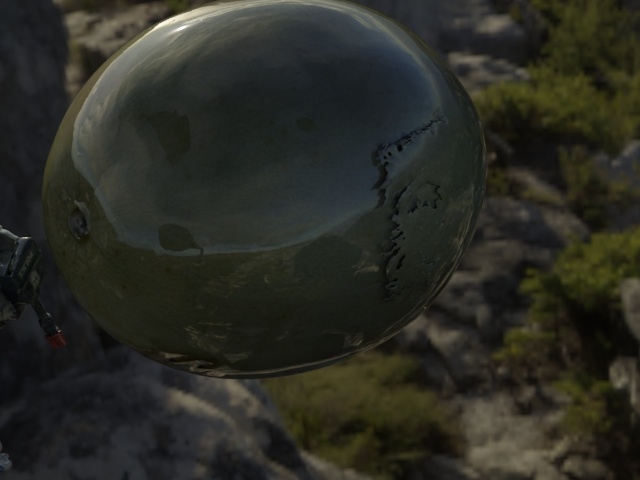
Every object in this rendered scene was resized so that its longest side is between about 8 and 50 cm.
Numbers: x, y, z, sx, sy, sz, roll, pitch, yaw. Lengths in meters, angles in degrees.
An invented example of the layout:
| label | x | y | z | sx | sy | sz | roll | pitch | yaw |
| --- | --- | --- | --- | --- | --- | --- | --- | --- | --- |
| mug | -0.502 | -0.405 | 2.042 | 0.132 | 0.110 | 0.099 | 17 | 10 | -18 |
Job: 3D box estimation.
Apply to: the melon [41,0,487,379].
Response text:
| label | x | y | z | sx | sy | sz | roll | pitch | yaw |
| --- | --- | --- | --- | --- | --- | --- | --- | --- | --- |
| melon | -0.025 | -0.039 | 1.099 | 0.330 | 0.268 | 0.268 | -10 | 33 | -37 |

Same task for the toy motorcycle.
| label | x | y | z | sx | sy | sz | roll | pitch | yaw |
| --- | --- | --- | --- | --- | --- | --- | --- | --- | --- |
| toy motorcycle | -0.266 | 0.086 | 1.141 | 0.102 | 0.150 | 0.221 | -4 | 47 | 25 |
